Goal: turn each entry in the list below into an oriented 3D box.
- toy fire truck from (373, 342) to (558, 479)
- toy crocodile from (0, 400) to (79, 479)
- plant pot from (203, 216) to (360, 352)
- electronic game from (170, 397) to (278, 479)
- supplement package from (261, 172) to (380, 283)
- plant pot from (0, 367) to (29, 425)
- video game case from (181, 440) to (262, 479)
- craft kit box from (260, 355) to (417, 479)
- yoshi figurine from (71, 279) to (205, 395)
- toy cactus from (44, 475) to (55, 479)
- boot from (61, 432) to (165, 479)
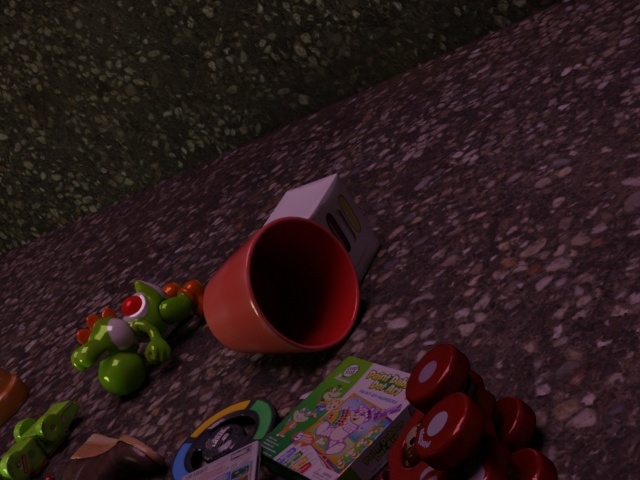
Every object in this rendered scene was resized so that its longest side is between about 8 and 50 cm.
[{"bbox_3d":[0.160,0.306,1.315,0.254,0.169,0.302,-47,16,17],"label":"toy fire truck"},{"bbox_3d":[-0.654,0.479,2.157,0.115,0.105,0.340,-19,20,32],"label":"toy crocodile"},{"bbox_3d":[-0.097,0.114,1.964,0.243,0.275,0.275,-25,19,49],"label":"plant pot"},{"bbox_3d":[-0.177,0.373,1.768,0.229,0.048,0.229,-28,21,12],"label":"electronic game"},{"bbox_3d":[0.000,0.000,2.123,0.149,0.203,0.194,-19,25,33],"label":"supplement package"},{"bbox_3d":[-0.920,0.393,2.576,0.205,0.188,0.205,-28,21,12],"label":"plant pot"},{"bbox_3d":[-0.169,0.408,1.584,0.157,0.019,0.143,-28,23,13],"label":"video game case"},{"bbox_3d":[0.044,0.308,1.596,0.247,0.061,0.250,-39,22,-24],"label":"craft kit box"},{"bbox_3d":[-0.419,0.244,2.300,0.203,0.203,0.362,33,43,24],"label":"yoshi figurine"},{"bbox_3d":[-0.484,0.546,1.762,0.219,0.112,0.180,30,88,39],"label":"toy cactus"},{"bbox_3d":[-0.423,0.482,1.871,0.248,0.090,0.206,-4,49,44],"label":"boot"}]
